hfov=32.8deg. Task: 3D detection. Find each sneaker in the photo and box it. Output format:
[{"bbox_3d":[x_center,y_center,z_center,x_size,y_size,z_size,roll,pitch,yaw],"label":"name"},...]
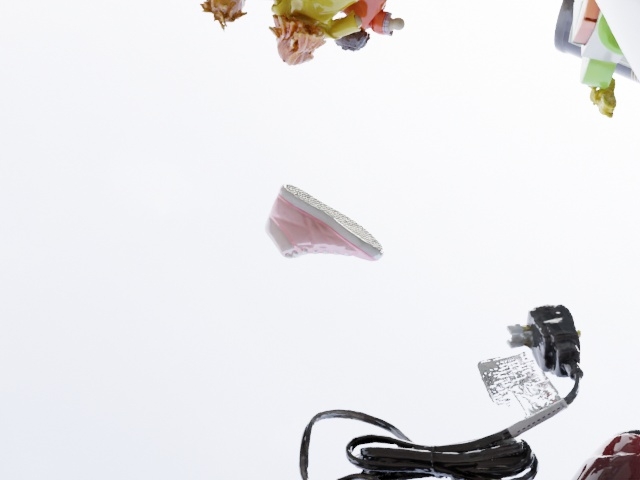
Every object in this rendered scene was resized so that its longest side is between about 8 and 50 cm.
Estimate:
[{"bbox_3d":[0.000,0.000,1.183,0.134,0.070,0.051,32,-164,3],"label":"sneaker"}]

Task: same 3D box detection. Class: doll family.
[{"bbox_3d":[-0.043,-0.264,1.044,0.263,0.163,0.118,38,-137,9],"label":"doll family"}]

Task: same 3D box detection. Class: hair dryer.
[{"bbox_3d":[0.124,0.182,0.682,0.223,0.080,0.293,-28,-144,1],"label":"hair dryer"}]

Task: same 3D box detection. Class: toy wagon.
[{"bbox_3d":[0.299,-0.281,1.067,0.068,0.344,0.267,12,-143,6],"label":"toy wagon"}]

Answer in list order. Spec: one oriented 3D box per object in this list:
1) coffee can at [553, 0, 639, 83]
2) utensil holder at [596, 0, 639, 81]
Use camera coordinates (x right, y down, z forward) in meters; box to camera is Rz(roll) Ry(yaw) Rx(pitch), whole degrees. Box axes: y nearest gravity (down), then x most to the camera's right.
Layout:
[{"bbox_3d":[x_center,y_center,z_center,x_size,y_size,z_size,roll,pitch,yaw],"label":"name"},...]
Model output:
[{"bbox_3d":[0.477,-0.292,1.433,0.275,0.202,0.201,28,-122,20],"label":"coffee can"},{"bbox_3d":[0.291,-0.189,0.569,0.327,0.328,0.385,20,-149,-8],"label":"utensil holder"}]
